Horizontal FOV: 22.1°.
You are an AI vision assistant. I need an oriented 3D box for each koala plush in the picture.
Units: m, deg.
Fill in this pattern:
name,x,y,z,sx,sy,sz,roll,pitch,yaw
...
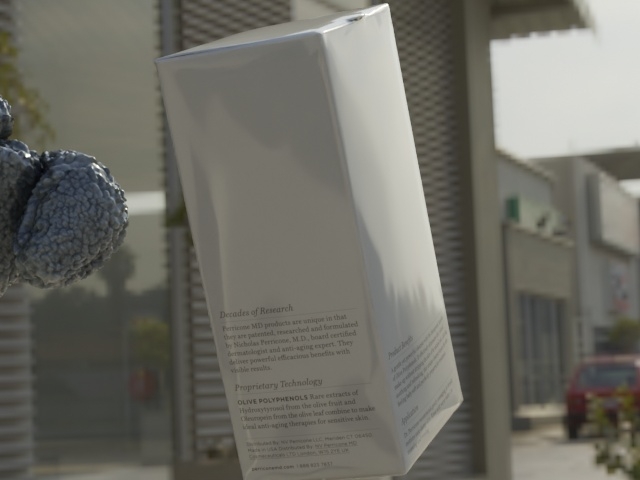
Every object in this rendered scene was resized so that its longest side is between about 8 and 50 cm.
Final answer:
name,x,y,z,sx,sy,sz,roll,pitch,yaw
koala plush,-0.268,0.002,0.972,0.221,0.196,0.203,-42,4,-33

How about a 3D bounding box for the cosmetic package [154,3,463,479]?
name,x,y,z,sx,sy,sz,roll,pitch,yaw
cosmetic package,0.000,0.000,1.377,0.155,0.366,0.197,-8,9,22
